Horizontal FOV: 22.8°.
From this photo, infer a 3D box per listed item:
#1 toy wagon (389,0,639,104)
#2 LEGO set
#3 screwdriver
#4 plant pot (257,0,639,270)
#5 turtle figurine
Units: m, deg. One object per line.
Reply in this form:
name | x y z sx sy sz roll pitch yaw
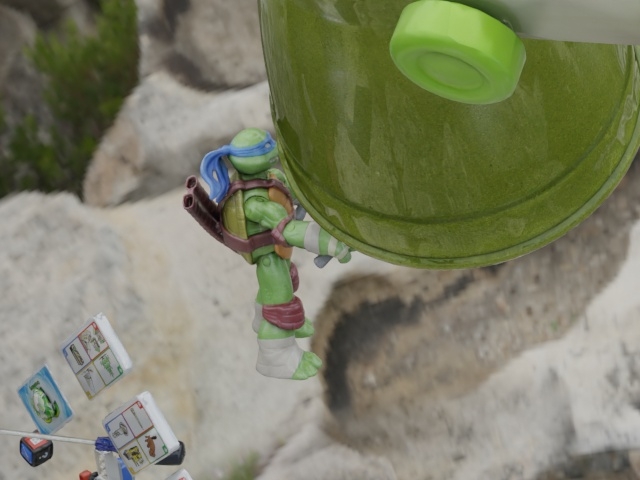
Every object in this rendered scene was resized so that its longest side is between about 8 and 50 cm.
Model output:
toy wagon | 0.112 -0.184 0.670 0.344 0.068 0.267 10 69 33
LEGO set | -0.161 0.168 1.252 0.060 0.244 0.182 -27 83 -36
screwdriver | -0.189 0.158 1.230 0.170 0.024 0.025 4 33 2
plant pot | 0.091 -0.214 1.396 0.366 0.353 0.366 -7 61 13
turtle figurine | 0.000 0.000 1.707 0.274 0.266 0.198 -19 34 -34
